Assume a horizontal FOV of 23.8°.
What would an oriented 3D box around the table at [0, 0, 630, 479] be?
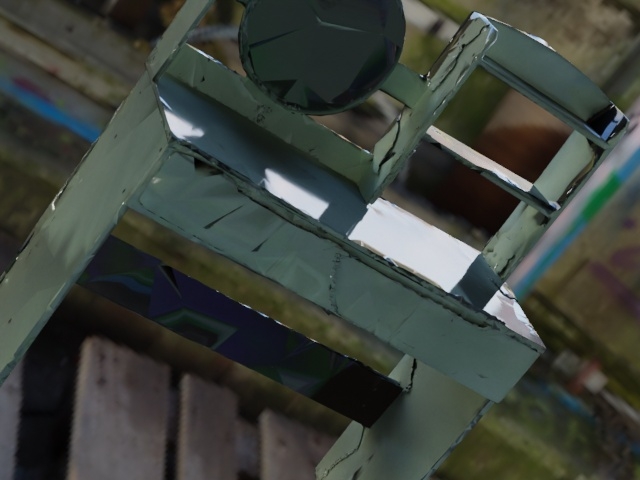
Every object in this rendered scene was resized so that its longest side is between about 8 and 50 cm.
[{"bbox_3d":[0.000,0.000,0.479,0.146,0.175,0.062,29,18,-27],"label":"table"}]
